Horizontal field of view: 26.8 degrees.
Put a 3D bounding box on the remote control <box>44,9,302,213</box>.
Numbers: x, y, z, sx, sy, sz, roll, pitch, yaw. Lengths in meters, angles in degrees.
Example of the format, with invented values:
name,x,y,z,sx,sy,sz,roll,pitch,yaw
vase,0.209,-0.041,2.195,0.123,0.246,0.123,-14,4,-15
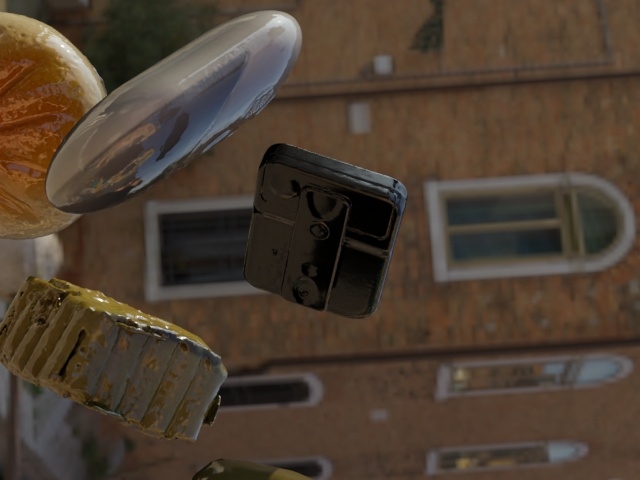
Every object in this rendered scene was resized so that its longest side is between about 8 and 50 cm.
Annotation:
name,x,y,z,sx,sy,sz,roll,pitch,yaw
remote control,-0.146,-0.132,1.367,0.103,0.332,0.221,53,-38,-1

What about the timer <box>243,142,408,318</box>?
name,x,y,z,sx,sy,sz,roll,pitch,yaw
timer,0.000,0.000,1.305,0.187,0.144,0.055,101,8,-47

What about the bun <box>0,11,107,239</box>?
name,x,y,z,sx,sy,sz,roll,pitch,yaw
bun,-0.415,-0.136,1.675,0.165,0.298,0.299,-32,121,-60

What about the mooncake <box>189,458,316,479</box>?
name,x,y,z,sx,sy,sz,roll,pitch,yaw
mooncake,-0.080,0.419,1.118,0.467,0.262,0.467,23,90,-82

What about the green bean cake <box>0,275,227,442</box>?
name,x,y,z,sx,sy,sz,roll,pitch,yaw
green bean cake,-0.247,0.138,1.597,0.224,0.229,0.131,17,-99,51
